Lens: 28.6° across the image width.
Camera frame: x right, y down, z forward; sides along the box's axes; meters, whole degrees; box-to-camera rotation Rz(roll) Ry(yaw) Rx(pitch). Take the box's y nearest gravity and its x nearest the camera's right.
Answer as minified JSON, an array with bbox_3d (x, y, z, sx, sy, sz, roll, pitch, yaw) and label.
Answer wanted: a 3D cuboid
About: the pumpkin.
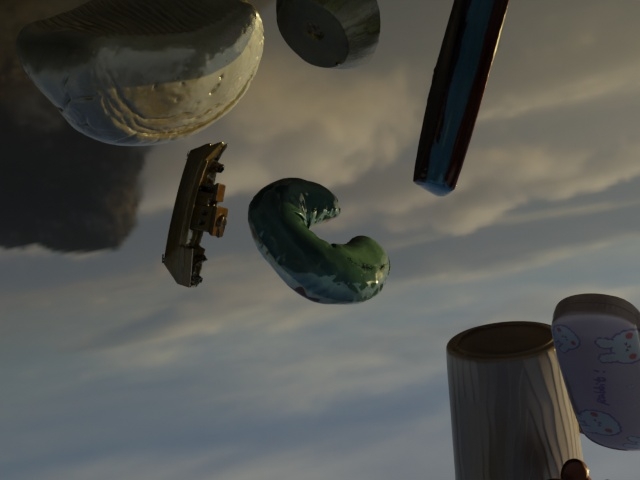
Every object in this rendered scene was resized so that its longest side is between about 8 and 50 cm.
[{"bbox_3d":[-0.008,-0.353,1.974,0.217,0.217,0.110,-9,-158,48],"label":"pumpkin"}]

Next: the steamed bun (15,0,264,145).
[{"bbox_3d":[-0.283,-0.268,2.041,0.247,0.236,0.383,21,-147,37],"label":"steamed bun"}]

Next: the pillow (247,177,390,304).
[{"bbox_3d":[0.000,0.000,1.843,0.214,0.233,0.086,-20,149,-49],"label":"pillow"}]

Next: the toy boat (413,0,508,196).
[{"bbox_3d":[0.226,-0.263,1.982,0.079,0.392,0.136,16,171,-12],"label":"toy boat"}]

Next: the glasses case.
[{"bbox_3d":[0.377,0.176,1.634,0.113,0.296,0.075,0,-134,26],"label":"glasses case"}]

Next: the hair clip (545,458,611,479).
[{"bbox_3d":[0.416,0.413,1.967,0.138,0.123,0.102,12,-179,25],"label":"hair clip"}]

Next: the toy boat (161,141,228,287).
[{"bbox_3d":[-0.163,-0.037,1.735,0.072,0.206,0.064,13,-179,16],"label":"toy boat"}]

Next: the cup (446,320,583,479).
[{"bbox_3d":[0.357,0.289,2.121,0.288,0.273,0.208,-6,-166,13],"label":"cup"}]
